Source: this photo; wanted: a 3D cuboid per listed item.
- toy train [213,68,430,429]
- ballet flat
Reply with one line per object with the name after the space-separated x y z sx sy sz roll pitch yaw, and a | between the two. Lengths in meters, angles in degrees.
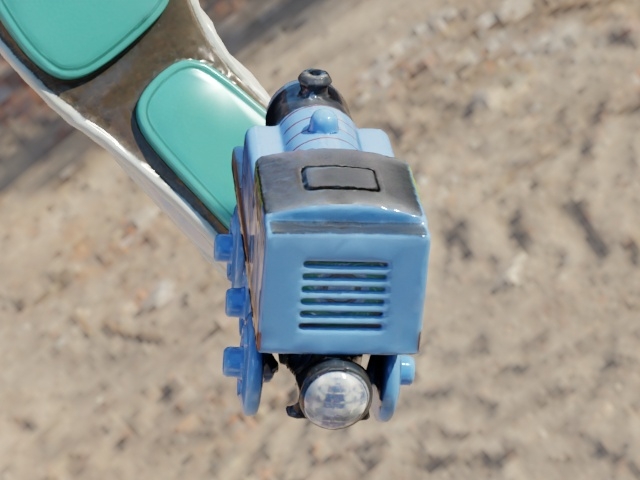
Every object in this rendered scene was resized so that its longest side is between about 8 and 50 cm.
0.000 0.000 0.759 0.080 0.105 0.184 3 27 -7 | toy train
-0.125 -0.111 1.190 0.139 0.400 0.139 -39 6 5 | ballet flat
